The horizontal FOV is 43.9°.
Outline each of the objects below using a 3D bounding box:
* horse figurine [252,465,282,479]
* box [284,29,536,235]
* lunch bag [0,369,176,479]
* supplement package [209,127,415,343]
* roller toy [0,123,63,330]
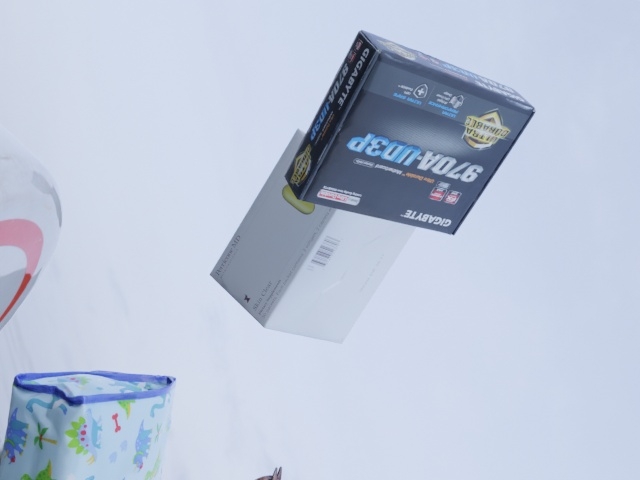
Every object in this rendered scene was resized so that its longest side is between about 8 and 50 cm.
[{"bbox_3d":[-0.092,0.327,0.620,0.066,0.174,0.263,57,21,-51],"label":"horse figurine"},{"bbox_3d":[0.095,-0.104,0.837,0.175,0.220,0.051,-60,-143,26],"label":"box"},{"bbox_3d":[-0.175,0.172,0.629,0.096,0.151,0.129,9,-92,30],"label":"lunch bag"},{"bbox_3d":[0.000,0.000,1.202,0.145,0.204,0.262,37,-80,37],"label":"supplement package"},{"bbox_3d":[-0.240,-0.001,0.382,0.146,0.191,0.209,41,-43,5],"label":"roller toy"}]
